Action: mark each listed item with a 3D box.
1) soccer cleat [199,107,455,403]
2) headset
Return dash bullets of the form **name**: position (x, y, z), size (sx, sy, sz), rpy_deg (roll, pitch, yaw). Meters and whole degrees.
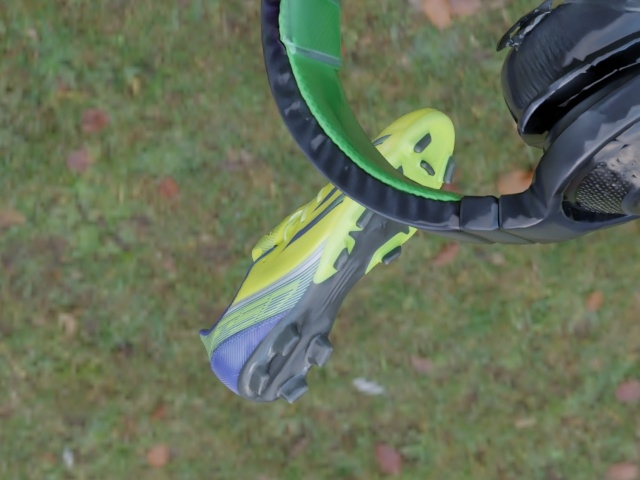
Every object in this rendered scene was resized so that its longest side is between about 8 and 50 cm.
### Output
- **soccer cleat**: position (-0.001, 0.000, 1.406), size (0.093, 0.121, 0.289), rpy_deg (27, 102, -50)
- **headset**: position (0.136, -0.132, 0.758), size (0.394, 0.243, 0.185), rpy_deg (-7, 169, 29)
